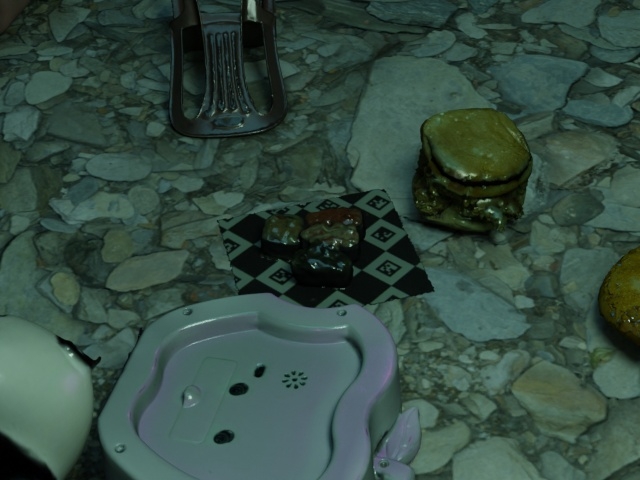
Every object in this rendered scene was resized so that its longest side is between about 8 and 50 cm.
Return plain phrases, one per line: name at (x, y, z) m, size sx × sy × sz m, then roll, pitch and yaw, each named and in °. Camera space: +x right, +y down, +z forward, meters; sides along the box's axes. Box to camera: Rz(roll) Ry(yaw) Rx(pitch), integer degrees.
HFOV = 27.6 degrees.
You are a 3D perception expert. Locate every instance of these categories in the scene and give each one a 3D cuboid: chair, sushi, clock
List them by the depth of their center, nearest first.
clock at (-0.059, 0.194, 1.349) m, size 0.339 × 0.102 × 0.338 m, roll -2°, pitch 40°, yaw 2°
sushi at (0.000, 0.000, 1.621) m, size 0.231 × 0.047 × 0.219 m, roll -11°, pitch 40°, yaw -9°
chair at (-0.142, -0.299, 1.947) m, size 0.176 × 0.183 × 0.326 m, roll -3°, pitch 84°, yaw 0°

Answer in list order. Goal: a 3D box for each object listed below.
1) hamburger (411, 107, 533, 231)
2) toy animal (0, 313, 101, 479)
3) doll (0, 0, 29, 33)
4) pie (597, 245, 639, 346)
hamburger at (0.194, -0.075, 1.641) m, size 0.159 × 0.131 × 0.185 m, roll -6°, pitch 45°, yaw -16°
toy animal at (-0.347, 0.212, 1.262) m, size 0.251 × 0.250 × 0.310 m, roll 14°, pitch 44°, yaw 21°
doll at (-0.556, -0.439, 2.074) m, size 0.284 × 0.216 × 0.268 m, roll 4°, pitch 34°, yaw 13°
pie at (0.450, 0.061, 1.478) m, size 0.274 × 0.069 × 0.273 m, roll -7°, pitch 36°, yaw 5°
